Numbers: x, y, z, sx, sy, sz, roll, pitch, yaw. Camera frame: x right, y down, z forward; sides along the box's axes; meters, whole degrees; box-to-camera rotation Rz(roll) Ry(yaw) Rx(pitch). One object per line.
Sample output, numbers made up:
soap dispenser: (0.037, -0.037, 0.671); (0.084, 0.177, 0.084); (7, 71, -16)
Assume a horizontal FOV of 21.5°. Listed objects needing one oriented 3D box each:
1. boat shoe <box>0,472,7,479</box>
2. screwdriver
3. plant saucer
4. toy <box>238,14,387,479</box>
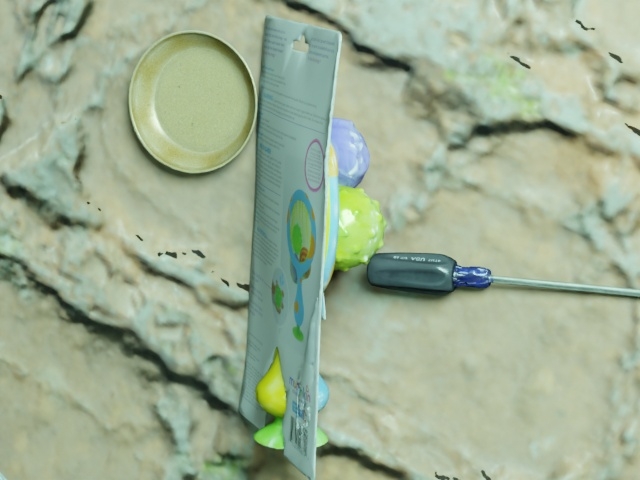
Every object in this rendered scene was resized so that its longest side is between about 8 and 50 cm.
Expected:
boat shoe: (-0.171, 0.203, 1.045); (0.081, 0.079, 0.227); (-31, 91, 13)
screwdriver: (0.109, 0.022, 0.938); (0.170, 0.025, 0.024); (4, 99, 12)
plant saucer: (-0.073, -0.082, 0.991); (0.083, 0.015, 0.083); (3, 98, 21)
toy: (0.000, 0.000, 0.937); (0.056, 0.137, 0.237); (3, 100, -20)
